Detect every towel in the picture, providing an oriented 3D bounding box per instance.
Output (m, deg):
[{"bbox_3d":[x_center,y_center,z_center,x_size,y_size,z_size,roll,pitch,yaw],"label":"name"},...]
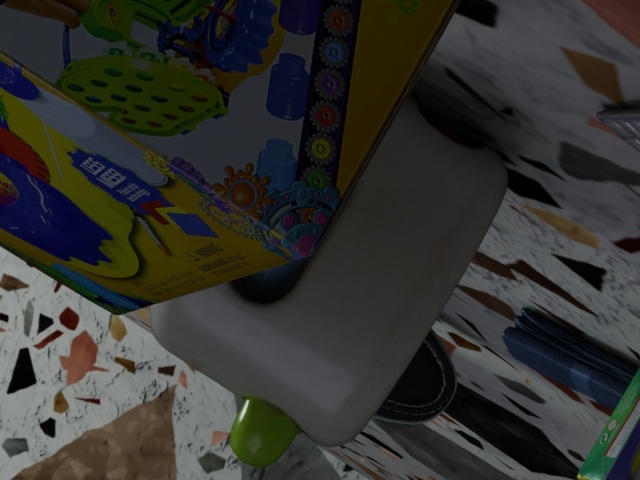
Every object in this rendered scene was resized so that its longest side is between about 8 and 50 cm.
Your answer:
[{"bbox_3d":[0.191,0.092,1.153,0.119,0.029,0.067,27,167,22],"label":"towel"}]

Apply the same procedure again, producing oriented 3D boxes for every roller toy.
[{"bbox_3d":[0.000,0.000,0.880,0.146,0.209,0.191,32,134,2],"label":"roller toy"}]

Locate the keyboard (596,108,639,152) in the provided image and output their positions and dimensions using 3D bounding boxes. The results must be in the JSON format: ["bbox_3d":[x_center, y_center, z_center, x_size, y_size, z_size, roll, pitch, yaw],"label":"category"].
[{"bbox_3d":[0.237,0.015,0.743,0.256,0.014,0.072,36,168,-16],"label":"keyboard"}]

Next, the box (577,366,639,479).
[{"bbox_3d":[0.268,0.162,1.050,0.179,0.105,0.043,35,169,-15],"label":"box"}]

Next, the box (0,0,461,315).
[{"bbox_3d":[-0.121,-0.123,0.643,0.279,0.177,0.290,33,164,-13],"label":"box"}]

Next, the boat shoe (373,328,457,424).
[{"bbox_3d":[-0.010,0.053,1.321,0.302,0.114,0.091,33,174,-5],"label":"boat shoe"}]
